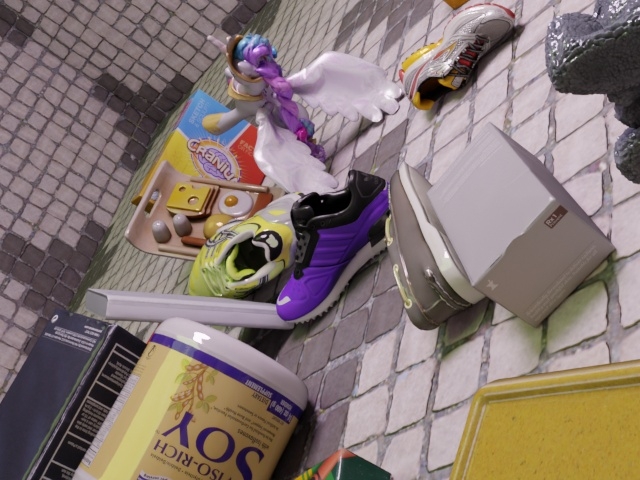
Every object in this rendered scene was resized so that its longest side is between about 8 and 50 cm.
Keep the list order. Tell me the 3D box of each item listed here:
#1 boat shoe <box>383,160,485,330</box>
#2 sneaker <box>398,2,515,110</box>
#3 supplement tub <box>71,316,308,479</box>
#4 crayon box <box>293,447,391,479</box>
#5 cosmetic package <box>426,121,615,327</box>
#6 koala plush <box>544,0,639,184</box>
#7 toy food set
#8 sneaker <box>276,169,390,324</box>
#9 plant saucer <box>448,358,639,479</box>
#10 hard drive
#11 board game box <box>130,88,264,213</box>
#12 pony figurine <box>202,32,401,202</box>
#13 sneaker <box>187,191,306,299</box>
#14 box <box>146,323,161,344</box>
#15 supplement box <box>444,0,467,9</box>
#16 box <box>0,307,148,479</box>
[{"bbox_3d":[0.127,-0.002,1.120,0.091,0.109,0.305,-44,27,19],"label":"boat shoe"},{"bbox_3d":[0.225,-0.290,1.392,0.225,0.088,0.092,-39,47,39],"label":"sneaker"},{"bbox_3d":[-0.188,0.298,1.187,0.241,0.241,0.331,-8,52,64],"label":"supplement tub"},{"bbox_3d":[-0.023,0.399,0.898,0.202,0.081,0.318,-42,26,33],"label":"crayon box"},{"bbox_3d":[0.214,-0.026,0.975,0.127,0.107,0.238,-49,25,19],"label":"cosmetic package"},{"bbox_3d":[0.341,-0.212,0.868,0.203,0.196,0.221,-32,29,26],"label":"koala plush"},{"bbox_3d":[-0.233,-0.067,1.832,0.092,0.306,0.219,78,-154,-53],"label":"toy food set"},{"bbox_3d":[0.000,-0.001,1.344,0.293,0.146,0.102,-47,23,23],"label":"sneaker"},{"bbox_3d":[0.194,0.225,0.674,0.333,0.081,0.332,-25,37,55],"label":"plant saucer"},{"bbox_3d":[-0.222,0.116,1.460,0.203,0.308,0.040,-179,95,-66],"label":"hard drive"},{"bbox_3d":[-0.262,-0.160,2.030,0.064,0.242,0.316,-25,38,57],"label":"board game box"},{"bbox_3d":[-0.070,-0.236,1.661,0.302,0.351,0.363,-58,1,-15],"label":"pony figurine"},{"bbox_3d":[-0.154,0.032,1.587,0.147,0.145,0.385,-32,-3,-45],"label":"sneaker"},{"bbox_3d":[-0.367,0.314,1.822,0.293,0.057,0.201,-60,22,-11],"label":"box"},{"bbox_3d":[0.283,-0.565,1.574,0.191,0.129,0.194,-23,38,56],"label":"supplement box"},{"bbox_3d":[-0.355,0.311,1.407,0.183,0.296,0.294,8,63,41],"label":"box"}]
